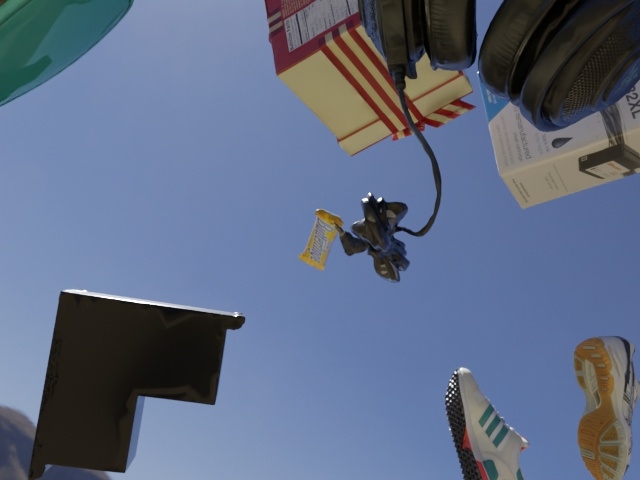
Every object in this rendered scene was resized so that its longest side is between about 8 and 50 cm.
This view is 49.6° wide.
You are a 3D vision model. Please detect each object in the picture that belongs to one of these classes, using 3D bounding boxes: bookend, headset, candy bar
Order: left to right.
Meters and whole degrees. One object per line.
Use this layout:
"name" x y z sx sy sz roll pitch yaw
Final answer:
"bookend" -0.155 0.131 0.609 0.157 0.156 0.072 8 -5 -6
"candy bar" 0.000 0.000 0.922 0.040 0.018 0.161 29 -25 3
"headset" 0.134 -0.157 0.543 0.244 0.394 0.185 25 -15 21

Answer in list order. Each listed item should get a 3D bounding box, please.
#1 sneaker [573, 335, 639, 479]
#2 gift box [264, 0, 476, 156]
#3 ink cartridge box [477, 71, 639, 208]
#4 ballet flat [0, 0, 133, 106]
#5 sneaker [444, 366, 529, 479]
"sneaker" 0.166 0.094 0.386 0.037 0.083 0.032 -7 6 -32
"gift box" 0.095 -0.307 1.074 0.277 0.255 0.258 -21 -35 24
"ink cartridge box" 0.433 -0.214 1.109 0.308 0.223 0.129 -19 -33 25
"ballet flat" -0.100 -0.143 0.309 0.077 0.231 0.077 59 9 4
"sneaker" 0.198 0.226 0.811 0.076 0.161 0.057 -1 -35 -12
